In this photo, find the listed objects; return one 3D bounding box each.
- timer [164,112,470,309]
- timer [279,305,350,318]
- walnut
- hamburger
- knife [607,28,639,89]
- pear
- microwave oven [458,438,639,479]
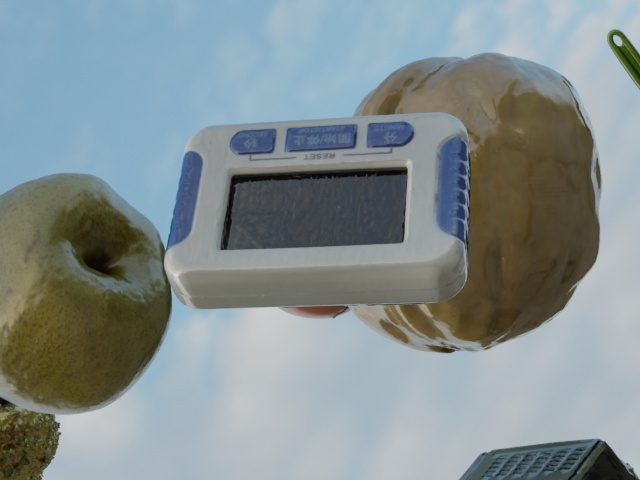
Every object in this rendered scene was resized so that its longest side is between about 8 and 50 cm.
[{"bbox_3d":[0.002,-0.021,1.331,0.253,0.178,0.078,-1,-38,11],"label":"timer"},{"bbox_3d":[0.000,0.000,2.308,0.230,0.229,0.215,-58,-10,18],"label":"timer"},{"bbox_3d":[0.174,-0.045,1.898,0.381,0.381,0.381,-30,-35,-24],"label":"walnut"},{"bbox_3d":[-0.466,0.290,2.200,0.243,0.138,0.262,-38,-25,-22],"label":"hamburger"},{"bbox_3d":[0.336,-0.130,1.520,0.022,0.184,0.026,-35,-1,0],"label":"knife"},{"bbox_3d":[-0.247,0.059,1.452,0.188,0.229,0.211,11,-36,-37],"label":"pear"},{"bbox_3d":[0.322,0.430,1.873,0.218,0.355,0.286,-45,12,-31],"label":"microwave oven"}]
